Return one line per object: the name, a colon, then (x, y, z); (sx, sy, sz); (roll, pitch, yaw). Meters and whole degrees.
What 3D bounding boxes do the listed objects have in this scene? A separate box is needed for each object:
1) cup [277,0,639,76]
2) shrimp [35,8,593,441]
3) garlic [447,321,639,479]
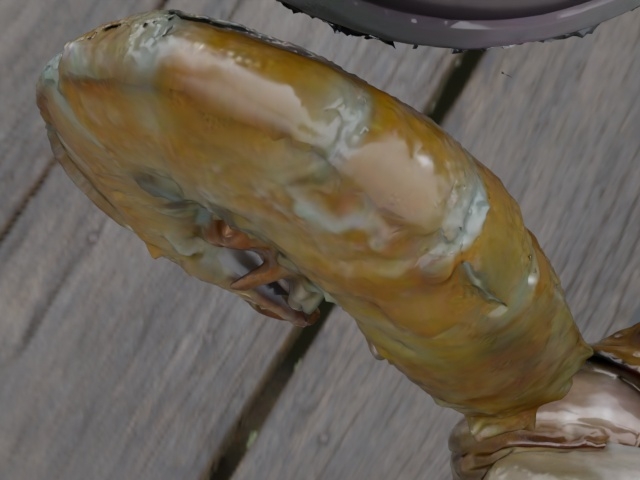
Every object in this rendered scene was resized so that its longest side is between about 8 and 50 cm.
cup: (0.054, -0.130, 0.279); (0.203, 0.288, 0.203); (-1, 95, -7)
shrimp: (0.003, -0.003, 0.434); (0.132, 0.187, 0.052); (18, 71, 41)
garlic: (0.144, 0.133, 0.679); (0.191, 0.214, 0.160); (28, 36, -15)
